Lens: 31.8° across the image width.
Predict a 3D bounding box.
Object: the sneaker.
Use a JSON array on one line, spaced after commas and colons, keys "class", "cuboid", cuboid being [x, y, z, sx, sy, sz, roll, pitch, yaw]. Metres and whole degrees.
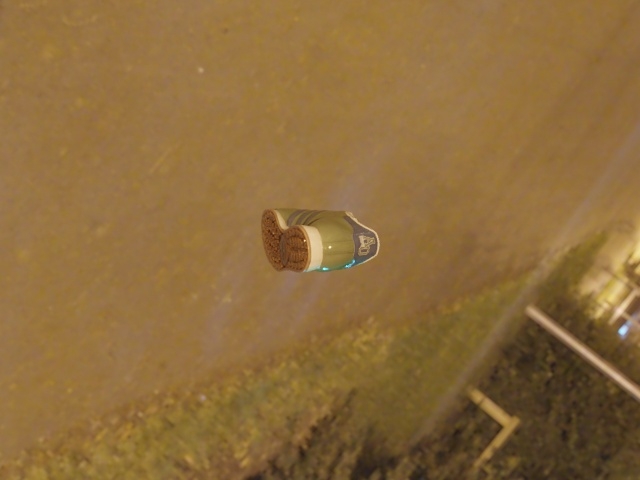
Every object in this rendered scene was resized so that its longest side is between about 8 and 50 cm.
[{"class": "sneaker", "cuboid": [0.000, 0.000, 1.147, 0.086, 0.064, 0.192, -5, -173, -15]}]
